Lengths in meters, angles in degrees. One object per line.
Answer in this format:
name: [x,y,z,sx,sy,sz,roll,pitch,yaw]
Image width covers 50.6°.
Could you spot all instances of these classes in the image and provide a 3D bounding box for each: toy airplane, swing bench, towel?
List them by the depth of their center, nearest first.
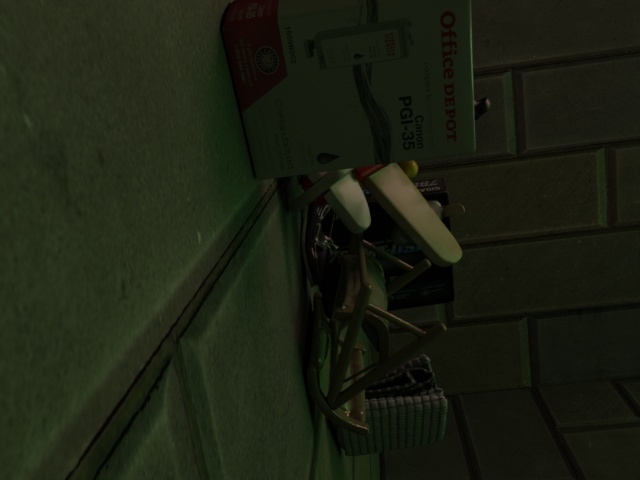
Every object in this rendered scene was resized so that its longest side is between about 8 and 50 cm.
swing bench: [0.071,0.148,1.184,0.254,0.165,0.253,-57,-168,21]
toy airplane: [0.085,-0.158,1.197,0.272,0.385,0.385,153,-57,-68]
towel: [0.140,0.357,1.440,0.283,0.235,0.121,77,5,-56]

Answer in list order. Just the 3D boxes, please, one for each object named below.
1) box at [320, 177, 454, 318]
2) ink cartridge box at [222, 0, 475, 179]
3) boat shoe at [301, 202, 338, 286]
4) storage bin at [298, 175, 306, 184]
box: [0.135,0.022,1.470,0.073,0.296,0.293,-93,175,-56]
ink cartridge box: [0.043,-0.204,0.840,0.117,0.283,0.207,-89,170,-57]
boat shoe: [0.000,0.000,1.292,0.075,0.065,0.206,78,8,-46]
storage bin: [-0.004,-0.184,1.347,0.098,0.091,0.135,-49,131,-83]
